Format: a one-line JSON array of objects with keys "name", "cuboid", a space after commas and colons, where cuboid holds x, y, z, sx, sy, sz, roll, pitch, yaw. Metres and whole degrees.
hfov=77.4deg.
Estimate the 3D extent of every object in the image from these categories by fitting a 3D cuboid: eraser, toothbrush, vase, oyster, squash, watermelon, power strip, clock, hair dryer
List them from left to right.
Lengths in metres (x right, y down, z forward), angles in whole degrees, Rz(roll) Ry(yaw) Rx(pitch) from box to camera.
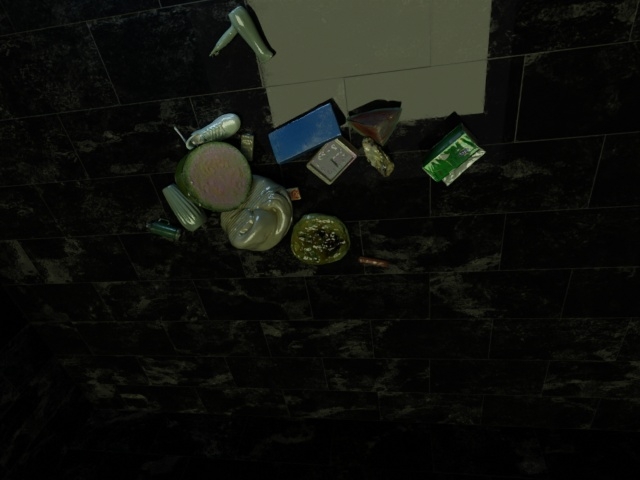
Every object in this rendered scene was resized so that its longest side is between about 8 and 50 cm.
[{"name": "toothbrush", "cuboid": [-0.624, -0.460, 1.823, 0.013, 0.011, 0.131, -15, 121, 33]}, {"name": "vase", "cuboid": [-0.672, -0.167, 1.968, 0.128, 0.128, 0.248, -30, 105, 26]}, {"name": "squash", "cuboid": [-0.502, -0.261, 1.782, 0.310, 0.310, 0.309, 48, 153, -21]}, {"name": "hair dryer", "cuboid": [-0.331, -0.755, 1.554, 0.237, 0.075, 0.206, -17, 126, 28]}, {"name": "power strip", "cuboid": [-0.327, -0.419, 1.789, 0.056, 0.032, 0.123, 11, 124, 0]}, {"name": "eraser", "cuboid": [-0.066, -0.443, 1.681, 0.312, 0.043, 0.144, -20, 87, 23]}, {"name": "clock", "cuboid": [0.053, -0.357, 1.745, 0.147, 0.071, 0.192, 38, 121, -16]}, {"name": "watermelon", "cuboid": [0.210, -0.483, 1.594, 0.207, 0.202, 0.136, 14, 87, -2]}, {"name": "oyster", "cuboid": [0.251, -0.359, 1.700, 0.072, 0.133, 0.209, -40, 102, -10]}]

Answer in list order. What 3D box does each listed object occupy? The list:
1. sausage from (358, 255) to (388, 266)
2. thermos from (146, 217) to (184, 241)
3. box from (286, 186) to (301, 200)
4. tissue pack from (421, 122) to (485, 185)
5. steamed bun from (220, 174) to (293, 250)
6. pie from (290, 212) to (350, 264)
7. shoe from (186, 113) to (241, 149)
[{"name": "sausage", "cuboid": [0.272, 0.108, 2.050, 0.158, 0.042, 0.036, 11, 87, 0]}, {"name": "thermos", "cuboid": [-0.815, -0.059, 2.091, 0.188, 0.073, 0.083, 16, 126, -1]}, {"name": "box", "cuboid": [-0.145, -0.219, 1.906, 0.093, 0.015, 0.058, -8, 121, 15]}, {"name": "tissue pack", "cuboid": [0.542, -0.340, 1.629, 0.156, 0.148, 0.209, 40, 121, -15]}, {"name": "steamed bun", "cuboid": [-0.269, -0.108, 1.830, 0.342, 0.367, 0.255, -48, 135, 3]}, {"name": "pie", "cuboid": [0.000, 0.000, 2.000, 0.323, 0.070, 0.323, 4, 125, 5]}, {"name": "shoe", "cuboid": [-0.470, -0.461, 1.739, 0.265, 0.110, 0.095, -19, 118, 23]}]
